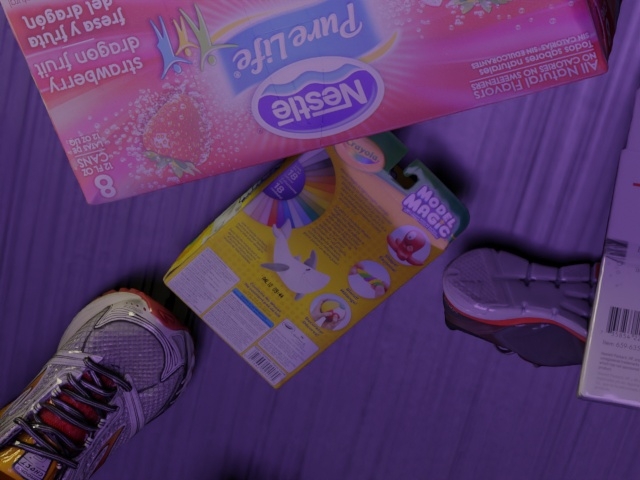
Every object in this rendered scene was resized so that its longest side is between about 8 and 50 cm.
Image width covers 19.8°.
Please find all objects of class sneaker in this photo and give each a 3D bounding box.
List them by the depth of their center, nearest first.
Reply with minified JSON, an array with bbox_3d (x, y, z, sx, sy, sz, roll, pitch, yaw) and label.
[{"bbox_3d":[0.148,0.050,1.112,0.158,0.061,0.065,18,145,5],"label":"sneaker"},{"bbox_3d":[-0.161,0.122,1.190,0.088,0.092,0.225,38,118,-6],"label":"sneaker"}]

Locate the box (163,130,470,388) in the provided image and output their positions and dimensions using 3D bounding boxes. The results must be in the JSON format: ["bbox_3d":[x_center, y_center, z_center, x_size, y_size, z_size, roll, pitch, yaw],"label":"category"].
[{"bbox_3d":[0.000,0.000,1.120,0.105,0.043,0.179,45,120,-10],"label":"box"}]

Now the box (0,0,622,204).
[{"bbox_3d":[0.000,-0.140,0.988,0.300,0.154,0.142,-14,112,18],"label":"box"}]

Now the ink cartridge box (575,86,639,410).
[{"bbox_3d":[0.212,0.011,1.038,0.104,0.060,0.180,11,84,9],"label":"ink cartridge box"}]
